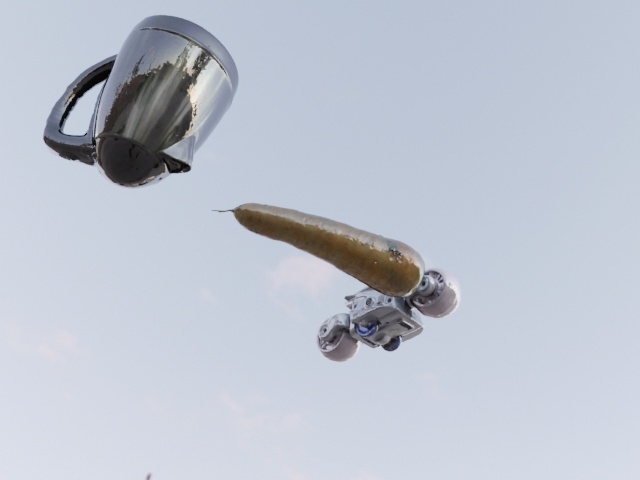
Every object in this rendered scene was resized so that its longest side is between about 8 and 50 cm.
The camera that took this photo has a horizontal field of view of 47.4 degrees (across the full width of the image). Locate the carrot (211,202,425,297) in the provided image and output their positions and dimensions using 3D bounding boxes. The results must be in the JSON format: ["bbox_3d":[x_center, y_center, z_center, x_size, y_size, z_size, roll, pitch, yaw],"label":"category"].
[{"bbox_3d":[0.000,0.000,0.973,0.298,0.078,0.078,20,-51,-11],"label":"carrot"}]

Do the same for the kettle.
[{"bbox_3d":[-0.290,-0.210,1.183,0.250,0.271,0.207,29,-32,-16],"label":"kettle"}]

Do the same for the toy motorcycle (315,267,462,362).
[{"bbox_3d":[0.096,0.103,1.099,0.254,0.112,0.112,-30,-59,29],"label":"toy motorcycle"}]
